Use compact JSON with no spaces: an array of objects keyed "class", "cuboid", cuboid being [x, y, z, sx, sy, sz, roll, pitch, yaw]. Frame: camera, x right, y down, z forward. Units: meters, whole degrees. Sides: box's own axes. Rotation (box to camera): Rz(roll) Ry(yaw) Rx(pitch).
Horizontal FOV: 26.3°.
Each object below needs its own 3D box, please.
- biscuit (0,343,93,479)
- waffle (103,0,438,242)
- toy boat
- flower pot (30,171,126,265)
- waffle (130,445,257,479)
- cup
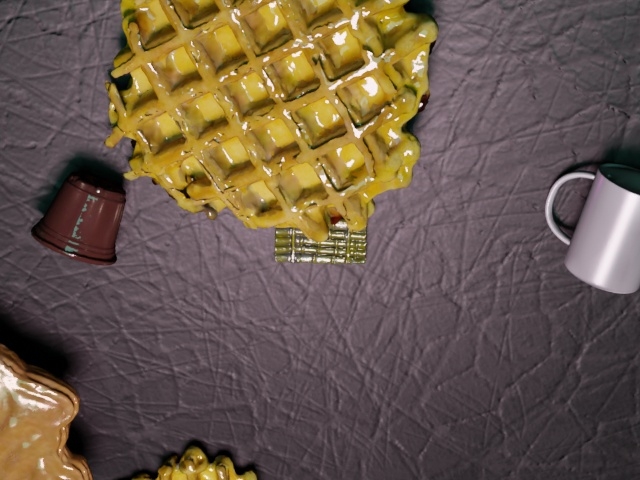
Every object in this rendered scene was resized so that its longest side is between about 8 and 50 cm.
[{"class":"biscuit","cuboid":[-0.454,0.247,1.722,0.376,0.051,0.269,30,110,-12]},{"class":"waffle","cuboid":[-0.063,-0.174,1.583,0.382,0.095,0.380,15,120,4]},{"class":"toy boat","cuboid":[0.000,0.000,1.708,0.115,0.016,0.063,2,113,2]},{"class":"flower pot","cuboid":[-0.285,-0.032,1.665,0.111,0.111,0.089,21,101,-7]},{"class":"waffle","cuboid":[-0.184,0.379,1.857,0.229,0.057,0.219,-5,113,5]},{"class":"cup","cuboid":[0.349,-0.024,1.655,0.099,0.136,0.133,-2,119,-35]}]
